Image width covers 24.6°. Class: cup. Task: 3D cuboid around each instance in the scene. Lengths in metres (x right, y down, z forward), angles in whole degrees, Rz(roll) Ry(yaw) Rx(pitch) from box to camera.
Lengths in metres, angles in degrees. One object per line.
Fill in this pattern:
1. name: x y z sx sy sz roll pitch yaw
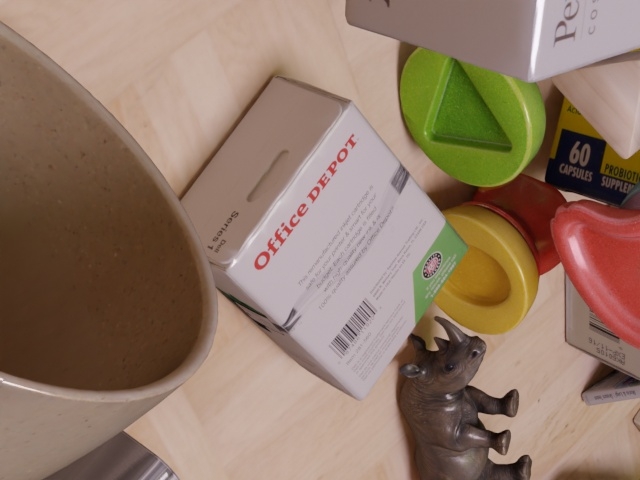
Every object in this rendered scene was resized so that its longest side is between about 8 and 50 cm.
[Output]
1. cup: -0.257 0.031 0.783 0.237 0.331 0.331 -46 142 21

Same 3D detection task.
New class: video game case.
1. video game case: 0.375 0.127 1.551 0.157 0.143 0.019 -28 94 -33

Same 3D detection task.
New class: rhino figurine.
1. rhino figurine: 0.127 0.166 1.349 0.073 0.106 0.243 -62 146 -46

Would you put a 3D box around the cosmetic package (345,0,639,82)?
1. cosmetic package: 0.232 -0.272 0.933 0.453 0.161 0.230 -21 124 -36

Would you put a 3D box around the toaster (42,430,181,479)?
1. toaster: -0.167 0.198 1.028 0.110 0.168 0.186 -48 137 -20

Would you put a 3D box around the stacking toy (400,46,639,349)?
1. stacking toy: 0.216 -0.057 1.205 0.130 0.309 0.280 -35 121 -37

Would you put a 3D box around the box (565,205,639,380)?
1. box: 0.401 0.008 1.521 0.311 0.121 0.148 -26 126 -33

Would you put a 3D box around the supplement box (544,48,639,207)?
1. supplement box: 0.370 -0.190 1.307 0.195 0.194 0.357 6 101 -38

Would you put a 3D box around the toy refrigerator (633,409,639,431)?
1. toy refrigerator: 0.475 0.256 1.732 0.094 0.102 0.269 -53 136 -12

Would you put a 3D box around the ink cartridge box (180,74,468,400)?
1. ink cartridge box: 0.000 0.000 1.144 0.160 0.092 0.219 -54 137 -11
